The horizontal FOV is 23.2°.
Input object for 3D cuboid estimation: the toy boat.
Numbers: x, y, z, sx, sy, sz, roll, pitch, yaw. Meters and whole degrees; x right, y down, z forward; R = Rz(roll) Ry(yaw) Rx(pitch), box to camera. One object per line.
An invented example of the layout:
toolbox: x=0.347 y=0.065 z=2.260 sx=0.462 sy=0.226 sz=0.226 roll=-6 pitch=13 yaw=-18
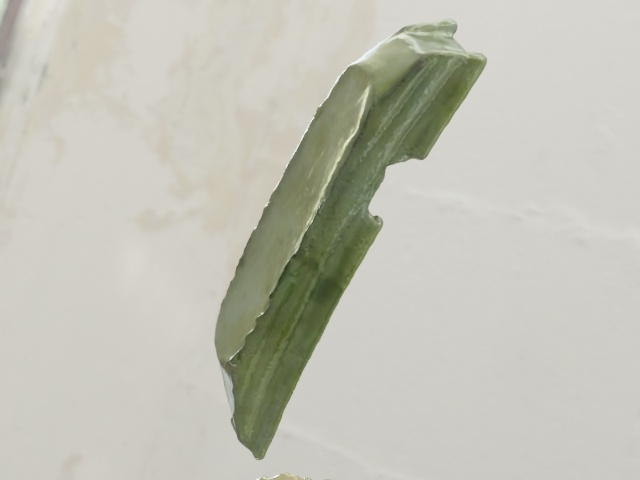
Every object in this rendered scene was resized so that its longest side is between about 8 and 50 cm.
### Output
toy boat: x=0.000 y=0.000 z=0.923 sx=0.293 sy=0.055 sz=0.093 roll=-62 pitch=-154 yaw=21

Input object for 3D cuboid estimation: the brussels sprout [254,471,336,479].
brussels sprout: x=0.011 y=0.208 z=0.805 sx=0.131 sy=0.183 sz=0.145 roll=8 pitch=-110 yaw=53
